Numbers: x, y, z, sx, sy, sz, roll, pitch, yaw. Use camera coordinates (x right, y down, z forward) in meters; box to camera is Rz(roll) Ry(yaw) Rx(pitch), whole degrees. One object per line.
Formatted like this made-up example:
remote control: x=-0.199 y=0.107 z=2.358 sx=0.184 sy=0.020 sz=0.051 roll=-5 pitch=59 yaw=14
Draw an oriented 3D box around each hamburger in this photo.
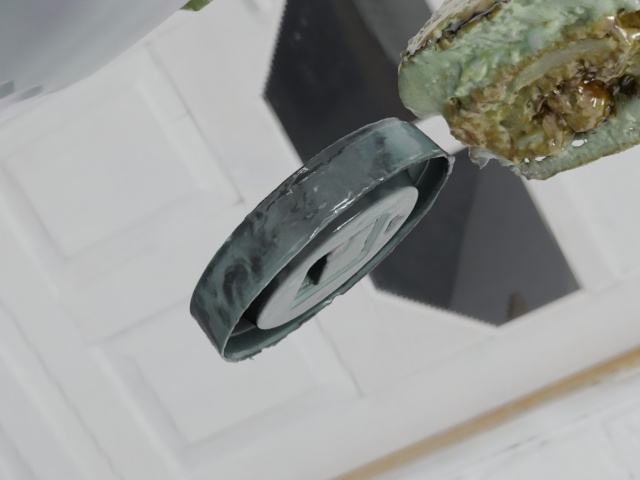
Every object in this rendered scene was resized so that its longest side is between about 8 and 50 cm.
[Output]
hamburger: x=0.243 y=-0.204 z=1.257 sx=0.195 sy=0.318 sz=0.277 roll=47 pitch=49 yaw=-15

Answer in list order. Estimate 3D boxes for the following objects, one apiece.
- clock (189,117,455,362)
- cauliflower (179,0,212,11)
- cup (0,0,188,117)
clock: x=0.000 y=0.000 z=1.009 sx=0.049 sy=0.226 sz=0.226 roll=47 pitch=16 yaw=13
cauliflower: x=-0.137 y=-0.361 z=1.460 sx=0.275 sy=0.272 sz=0.250 roll=67 pitch=29 yaw=-64
cup: x=-0.199 y=-0.256 z=1.004 sx=0.253 sy=0.371 sz=0.253 roll=18 pitch=59 yaw=-34
